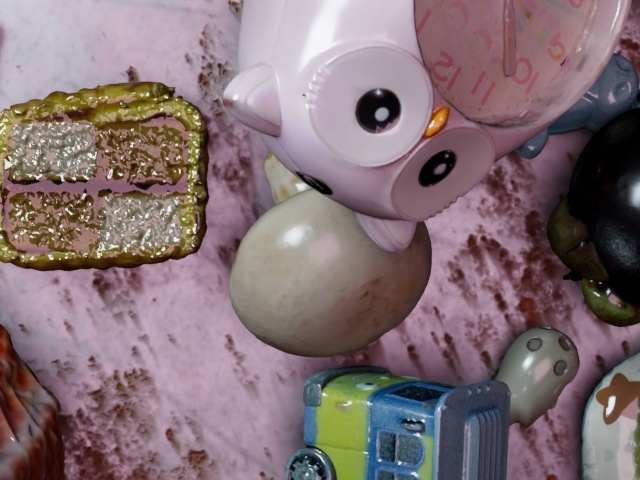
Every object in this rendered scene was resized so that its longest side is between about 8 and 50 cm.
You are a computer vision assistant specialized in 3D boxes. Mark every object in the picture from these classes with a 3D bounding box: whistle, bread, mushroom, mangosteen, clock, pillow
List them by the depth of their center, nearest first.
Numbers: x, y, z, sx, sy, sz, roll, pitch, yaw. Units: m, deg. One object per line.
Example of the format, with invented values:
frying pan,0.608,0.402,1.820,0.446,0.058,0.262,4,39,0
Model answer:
clock,0.080,-0.209,1.527,0.368,0.250,0.377,41,79,-40
mushroom,-0.006,0.013,1.665,0.209,0.206,0.206,40,89,16
mangosteen,0.340,-0.020,1.674,0.243,0.243,0.243,0,94,-6
bread,-0.218,-0.062,1.675,0.222,0.096,0.181,-4,94,-4
whistle,0.198,-0.159,1.715,0.274,0.093,0.186,8,67,-4
pillow,0.368,0.221,1.768,0.214,0.086,0.233,4,91,-17

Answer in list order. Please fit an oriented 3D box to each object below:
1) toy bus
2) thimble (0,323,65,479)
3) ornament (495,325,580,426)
toy bus,0.076,0.286,1.663,0.190,0.152,0.312,4,93,33
thimble,-0.411,0.231,1.569,0.350,0.230,0.350,3,107,9
ornament,0.201,0.157,1.745,0.081,0.075,0.156,43,87,-16
